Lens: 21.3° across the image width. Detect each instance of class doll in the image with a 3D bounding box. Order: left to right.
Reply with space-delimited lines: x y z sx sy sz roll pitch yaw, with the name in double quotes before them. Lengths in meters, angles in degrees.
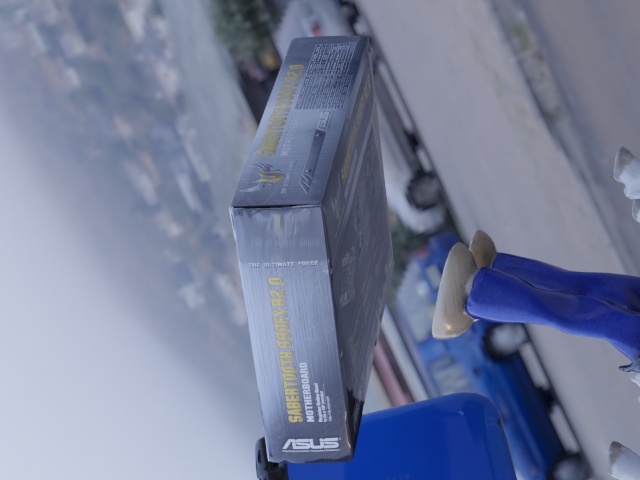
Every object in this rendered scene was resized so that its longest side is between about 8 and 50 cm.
"doll" 0.146 0.037 0.674 0.129 0.189 0.046 -24 -53 -68

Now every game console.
"game console" 0.032 0.282 1.142 0.173 0.250 0.293 73 -175 -46

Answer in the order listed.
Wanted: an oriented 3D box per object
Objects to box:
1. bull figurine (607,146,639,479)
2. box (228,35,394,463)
"bull figurine" 0.272 0.023 1.001 0.101 0.188 0.310 -8 -79 -68
"box" 0.000 0.000 1.077 0.231 0.056 0.183 -75 -19 -57
